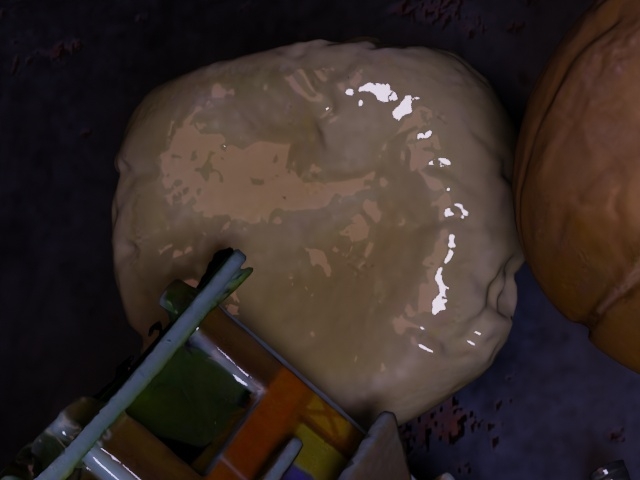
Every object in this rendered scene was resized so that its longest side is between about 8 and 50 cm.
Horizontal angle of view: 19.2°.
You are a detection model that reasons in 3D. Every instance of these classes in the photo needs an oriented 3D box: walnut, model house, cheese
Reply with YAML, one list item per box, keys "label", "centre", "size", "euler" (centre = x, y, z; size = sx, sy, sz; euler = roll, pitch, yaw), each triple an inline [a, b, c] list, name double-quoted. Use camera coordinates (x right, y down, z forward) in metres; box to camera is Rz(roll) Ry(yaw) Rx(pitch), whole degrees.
- label: "walnut"
  centre: [0.190, -0.043, 0.852]
  size: [0.193, 0.193, 0.226]
  euler: [36, 100, 27]
- label: "model house"
  centre: [-0.072, 0.244, 0.927]
  size: [0.313, 0.242, 0.357]
  euler: [44, 125, -2]
- label: "cheese"
  centre: [0.000, 0.000, 0.995]
  size: [0.226, 0.117, 0.214]
  euler: [-3, 90, 25]

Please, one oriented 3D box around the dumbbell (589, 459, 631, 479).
- label: "dumbbell"
  centre: [0.185, 0.223, 0.885]
  size: [0.081, 0.081, 0.254]
  euler: [-31, 72, 24]
